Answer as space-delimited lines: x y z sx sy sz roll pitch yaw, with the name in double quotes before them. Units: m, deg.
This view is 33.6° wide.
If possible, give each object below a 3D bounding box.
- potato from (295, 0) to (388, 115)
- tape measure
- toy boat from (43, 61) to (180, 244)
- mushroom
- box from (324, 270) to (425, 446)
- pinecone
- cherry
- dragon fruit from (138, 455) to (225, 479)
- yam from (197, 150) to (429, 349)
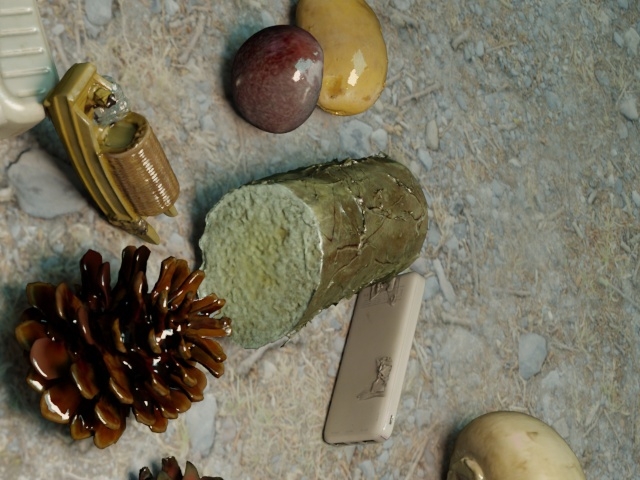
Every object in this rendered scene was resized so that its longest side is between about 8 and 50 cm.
"potato" 0.038 -0.322 1.772 0.150 0.146 0.234 26 58 -70
"tape measure" -0.453 -0.250 1.304 0.265 0.130 0.258 -15 90 -38
"toy boat" -0.256 -0.106 1.383 0.310 0.115 0.089 76 35 -53
"mushroom" 0.268 0.448 1.718 0.336 0.314 0.314 -13 89 -23
"box" 0.086 0.185 1.677 0.044 0.142 0.285 33 60 -32
"pinecone" -0.233 0.121 1.338 0.264 0.264 0.264 12 72 -40
"cherry" -0.065 -0.249 1.632 0.140 0.176 0.176 10 71 -14
"dragon fruit" -0.187 0.370 1.404 0.142 0.121 0.130 -80 167 -54
"yam" 0.000 0.000 1.587 0.348 0.241 0.241 -22 95 -49
